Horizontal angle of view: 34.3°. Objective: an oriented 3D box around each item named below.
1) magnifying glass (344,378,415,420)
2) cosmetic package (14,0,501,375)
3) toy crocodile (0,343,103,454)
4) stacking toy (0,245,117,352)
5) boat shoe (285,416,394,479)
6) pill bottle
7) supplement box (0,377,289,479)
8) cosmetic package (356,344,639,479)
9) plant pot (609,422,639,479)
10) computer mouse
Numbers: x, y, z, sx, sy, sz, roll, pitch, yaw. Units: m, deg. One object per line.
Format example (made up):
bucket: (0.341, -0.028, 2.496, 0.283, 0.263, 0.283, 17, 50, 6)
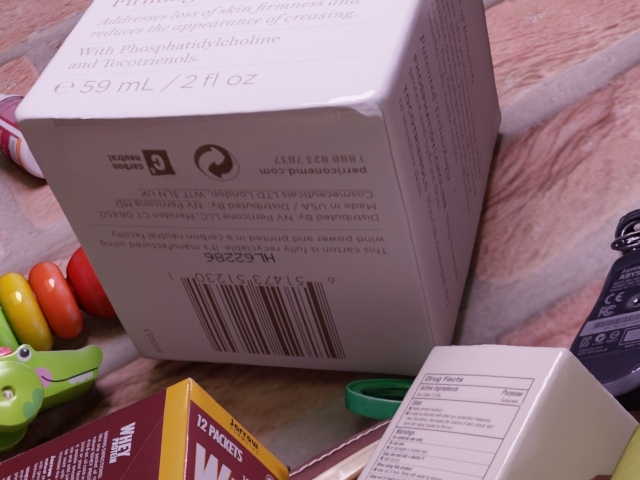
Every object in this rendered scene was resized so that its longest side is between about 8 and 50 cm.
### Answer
magnifying glass: (0.135, 0.146, 0.916, 0.231, 0.026, 0.092, 5, 5, 12)
cosmetic package: (-0.024, -0.122, 1.025, 0.330, 0.327, 0.393, 0, 44, 19)
toy crocodile: (-0.372, 0.167, 0.987, 0.341, 0.115, 0.105, -20, 75, -26)
stacking toy: (-0.342, 0.087, 1.104, 0.330, 0.141, 0.141, -27, 43, -15)
boat shoe: (-0.055, 0.232, 0.855, 0.342, 0.123, 0.123, -34, 45, -7)
pill bottle: (-0.397, -0.146, 1.393, 0.086, 0.086, 0.152, -41, 47, -22)
supplement box: (-0.133, 0.233, 0.707, 0.194, 0.129, 0.191, -26, 38, 18)
cosmetic package: (0.096, 0.229, 0.733, 0.153, 0.129, 0.296, -8, 44, 58)
plant pot: (0.249, 0.246, 0.602, 0.275, 0.274, 0.293, -1, 47, 19)
computer mouse: (0.313, 0.060, 0.917, 0.188, 0.072, 0.272, -16, 28, 51)
